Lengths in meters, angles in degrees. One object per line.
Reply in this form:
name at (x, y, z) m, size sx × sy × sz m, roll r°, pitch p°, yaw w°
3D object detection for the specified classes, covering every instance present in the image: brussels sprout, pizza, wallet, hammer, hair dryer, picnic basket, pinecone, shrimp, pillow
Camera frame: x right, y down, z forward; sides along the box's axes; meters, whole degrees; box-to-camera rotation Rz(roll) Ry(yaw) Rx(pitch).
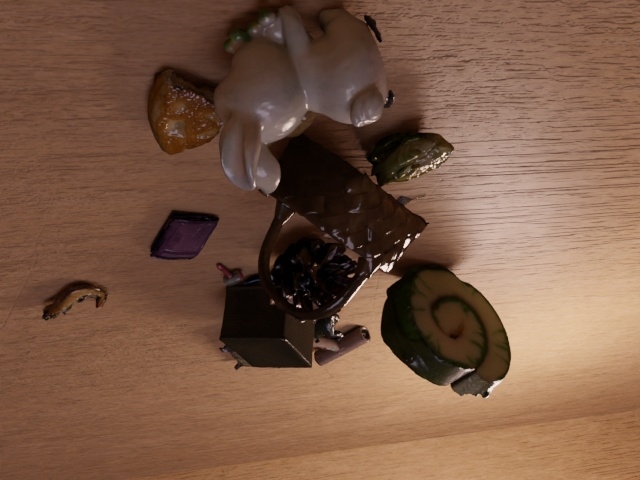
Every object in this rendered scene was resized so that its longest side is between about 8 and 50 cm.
brussels sprout at (0.179, -0.168, 1.624) m, size 0.181 × 0.101 × 0.139 m, roll -35°, pitch 153°, yaw 32°
pizza at (-0.224, -0.231, 1.406) m, size 0.161 × 0.063 × 0.182 m, roll -5°, pitch 145°, yaw 1°
wallet at (-0.302, -0.006, 1.783) m, size 0.111 × 0.030 × 0.166 m, roll 7°, pitch 145°, yaw -28°
hammer at (-0.228, 0.079, 1.965) m, size 0.052 × 0.031 × 0.083 m, roll -25°, pitch 137°, yaw 16°
hair dryer at (0.011, 0.292, 2.407) m, size 0.195 × 0.054 × 0.220 m, roll -32°, pitch 138°, yaw 29°
picnic basket at (0.000, 0.000, 1.599) m, size 0.337 × 0.293 × 0.337 m, roll -24°, pitch 131°, yaw -30°
pinecone at (-0.017, 0.095, 1.896) m, size 0.201 × 0.203 × 0.229 m, roll 9°, pitch 158°, yaw 26°
shrimp at (-0.591, 0.153, 1.951) m, size 0.178 × 0.034 × 0.124 m, roll -37°, pitch 149°, yaw 29°
pillow at (-0.196, 0.328, 2.360) m, size 0.169 × 0.059 × 0.255 m, roll -6°, pitch 157°, yaw 2°

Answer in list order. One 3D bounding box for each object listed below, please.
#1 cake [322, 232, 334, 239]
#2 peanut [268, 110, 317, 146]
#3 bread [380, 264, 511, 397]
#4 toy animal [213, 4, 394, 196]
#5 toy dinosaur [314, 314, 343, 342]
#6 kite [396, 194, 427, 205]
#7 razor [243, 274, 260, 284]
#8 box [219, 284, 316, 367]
cake at (0.044, -0.053, 1.811) m, size 0.065 × 0.052 × 0.121 m, roll 1°, pitch 147°, yaw -13°
peanut at (-0.075, -0.215, 1.467) m, size 0.174 × 0.080 × 0.080 m, roll -24°, pitch 149°, yaw 26°
bread at (0.329, 0.246, 2.102) m, size 0.366 × 0.382 × 0.129 m, roll -18°, pitch 161°, yaw -50°
toy animal at (-0.042, -0.232, 1.299) m, size 0.309 × 0.247 × 0.183 m, roll -22°, pitch 169°, yaw -9°
toy dinosaur at (-0.022, 0.234, 2.244) m, size 0.187 × 0.087 × 0.179 m, roll -31°, pitch 147°, yaw 27°
kite at (0.201, -0.095, 1.844) m, size 0.078 × 0.002 × 0.044 m, roll -26°, pitch 148°, yaw 25°
razor at (-0.118, 0.090, 2.024) m, size 0.154 × 0.044 × 0.028 m, roll -6°, pitch 120°, yaw -6°
box at (-0.129, 0.231, 2.100) m, size 0.184 × 0.143 × 0.273 m, roll -3°, pitch 155°, yaw 16°
